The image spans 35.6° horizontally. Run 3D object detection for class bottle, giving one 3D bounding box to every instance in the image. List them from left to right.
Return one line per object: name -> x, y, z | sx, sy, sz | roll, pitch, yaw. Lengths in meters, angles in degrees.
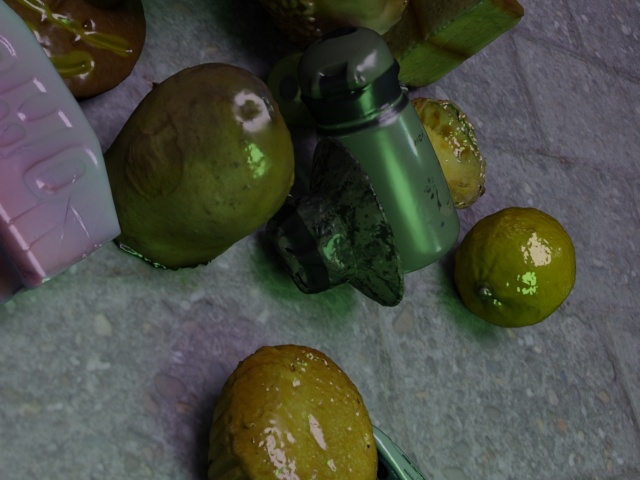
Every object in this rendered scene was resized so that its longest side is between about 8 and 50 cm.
bottle -> 0.037, -0.230, 1.560 | 0.260, 0.112, 0.112 | -4, 70, -48
bottle -> 0.078, -0.131, 1.422 | 0.168, 0.168, 0.347 | -51, 127, -49

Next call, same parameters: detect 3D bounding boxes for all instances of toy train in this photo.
toy train -> 0.120, 0.342, 1.340 | 0.252, 0.055, 0.048 | 49, 50, -12

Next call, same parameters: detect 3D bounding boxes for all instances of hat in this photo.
hat -> 0.000, 0.000, 1.348 | 0.128, 0.265, 0.266 | -24, 83, -12

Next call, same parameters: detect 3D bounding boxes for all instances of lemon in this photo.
lemon -> 0.318, 0.043, 1.624 | 0.192, 0.192, 0.231 | 58, 40, -2

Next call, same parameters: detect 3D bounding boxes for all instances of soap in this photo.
soap -> -0.350, -0.113, 1.065 | 0.324, 0.109, 0.193 | 59, 37, -7

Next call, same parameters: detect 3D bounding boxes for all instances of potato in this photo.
potato -> -0.134, -0.099, 1.186 | 0.229, 0.266, 0.229 | 21, 55, -34

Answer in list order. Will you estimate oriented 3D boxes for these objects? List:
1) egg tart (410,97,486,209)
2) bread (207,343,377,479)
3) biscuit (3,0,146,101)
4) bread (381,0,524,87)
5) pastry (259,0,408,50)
egg tart -> 0.198, -0.145, 1.695 | 0.212, 0.090, 0.213 | 24, 52, -34
bread -> -0.033, 0.240, 1.171 | 0.240, 0.139, 0.240 | 26, 50, -35
biscuit -> -0.378, -0.361, 1.237 | 0.394, 0.070, 0.350 | 38, 44, -23
bread -> 0.152, -0.476, 1.725 | 0.362, 0.233, 0.245 | 62, 24, 12
pastry -> -0.007, -0.471, 1.496 | 0.409, 0.245, 0.410 | -17, 90, -88
